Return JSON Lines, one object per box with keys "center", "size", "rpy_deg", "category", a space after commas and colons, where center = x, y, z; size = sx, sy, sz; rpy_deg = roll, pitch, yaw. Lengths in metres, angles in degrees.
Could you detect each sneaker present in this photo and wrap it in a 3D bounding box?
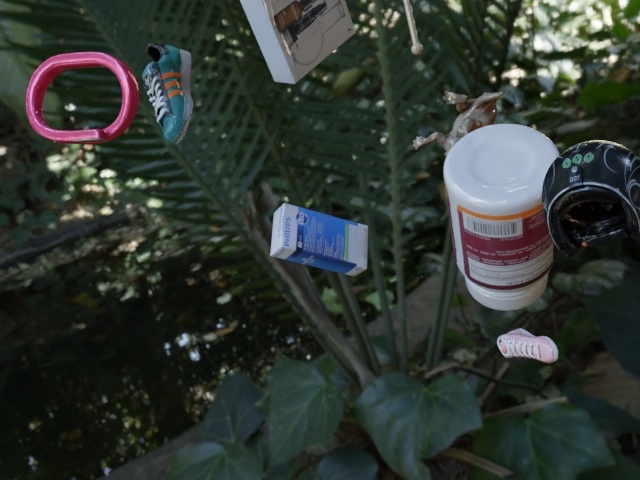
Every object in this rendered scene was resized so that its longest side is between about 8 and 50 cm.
{"center": [0.388, 0.207, 1.341], "size": [0.070, 0.051, 0.134], "rpy_deg": [-13, 12, -17], "category": "sneaker"}
{"center": [-0.400, -0.377, 1.800], "size": [0.121, 0.302, 0.108], "rpy_deg": [12, -35, -30], "category": "sneaker"}

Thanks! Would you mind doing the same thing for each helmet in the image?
{"center": [0.407, -0.064, 1.035], "size": [0.169, 0.170, 0.161], "rpy_deg": [-10, 27, 33], "category": "helmet"}

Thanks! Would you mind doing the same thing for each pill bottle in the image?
{"center": [0.387, -0.033, 1.485], "size": [0.223, 0.392, 0.224], "rpy_deg": [-8, 51, 10], "category": "pill bottle"}

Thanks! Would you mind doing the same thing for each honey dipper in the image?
{"center": [0.134, -0.366, 1.087], "size": [0.030, 0.161, 0.030], "rpy_deg": [-12, 0, 0], "category": "honey dipper"}

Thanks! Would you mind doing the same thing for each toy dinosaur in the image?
{"center": [0.356, -0.260, 1.636], "size": [0.200, 0.127, 0.296], "rpy_deg": [-12, -34, -33], "category": "toy dinosaur"}

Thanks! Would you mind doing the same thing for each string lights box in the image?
{"center": [0.000, 0.000, 1.919], "size": [0.259, 0.134, 0.076], "rpy_deg": [15, -27, -23], "category": "string lights box"}

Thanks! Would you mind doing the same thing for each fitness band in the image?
{"center": [-0.555, -0.330, 1.638], "size": [0.290, 0.209, 0.054], "rpy_deg": [2, -2, 20], "category": "fitness band"}

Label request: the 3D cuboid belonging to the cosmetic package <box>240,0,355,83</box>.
{"center": [-0.074, -0.670, 1.935], "size": [0.097, 0.377, 0.284], "rpy_deg": [15, 52, 41], "category": "cosmetic package"}
